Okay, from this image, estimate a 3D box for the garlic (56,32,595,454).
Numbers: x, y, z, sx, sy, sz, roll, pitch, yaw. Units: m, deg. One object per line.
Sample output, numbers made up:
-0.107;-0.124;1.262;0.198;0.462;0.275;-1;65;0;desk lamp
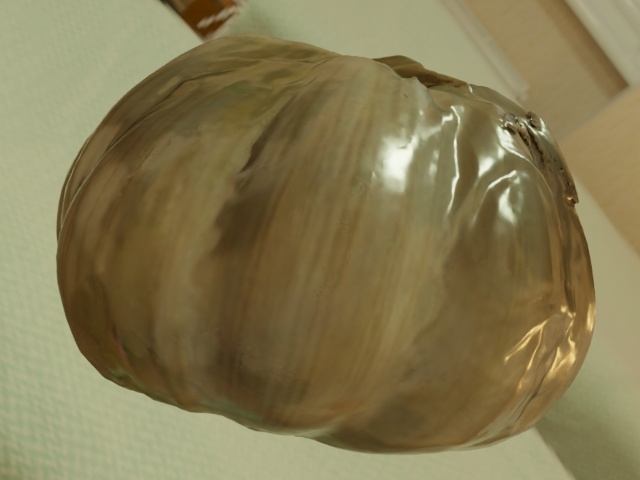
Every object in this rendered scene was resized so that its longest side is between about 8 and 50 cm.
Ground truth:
0.003;0.001;0.468;0.228;0.228;0.152;11;88;-53;garlic
